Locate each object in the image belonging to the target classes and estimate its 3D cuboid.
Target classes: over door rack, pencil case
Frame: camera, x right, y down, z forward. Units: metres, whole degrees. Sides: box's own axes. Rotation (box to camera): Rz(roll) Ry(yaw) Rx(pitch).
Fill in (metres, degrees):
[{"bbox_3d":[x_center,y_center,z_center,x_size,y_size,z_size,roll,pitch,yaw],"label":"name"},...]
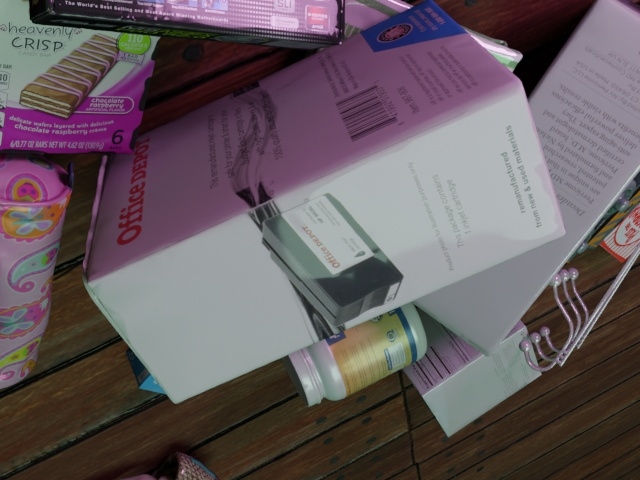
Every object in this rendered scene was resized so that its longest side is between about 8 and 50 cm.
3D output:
[{"bbox_3d":[0.440,0.053,1.268,0.324,0.108,0.239,-50,163,16],"label":"over door rack"},{"bbox_3d":[-0.341,0.028,0.870,0.124,0.124,0.284,-2,130,-33],"label":"pencil case"}]

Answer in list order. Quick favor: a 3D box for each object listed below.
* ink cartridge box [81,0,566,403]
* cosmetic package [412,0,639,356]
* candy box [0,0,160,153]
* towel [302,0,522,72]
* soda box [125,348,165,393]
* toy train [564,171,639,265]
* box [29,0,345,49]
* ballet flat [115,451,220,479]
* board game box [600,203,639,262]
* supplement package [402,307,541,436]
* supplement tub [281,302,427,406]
[{"bbox_3d":[-0.010,-0.053,0.808,0.395,0.285,0.166,-24,120,5],"label":"ink cartridge box"},{"bbox_3d":[0.308,-0.090,1.088,0.453,0.161,0.230,-58,170,27],"label":"cosmetic package"},{"bbox_3d":[-0.234,-0.193,0.753,0.159,0.071,0.233,-4,131,-32],"label":"candy box"},{"bbox_3d":[0.066,-0.116,0.970,0.248,0.038,0.325,17,114,-17],"label":"towel"},{"bbox_3d":[-0.167,0.116,1.113,0.210,0.067,0.071,-46,139,14],"label":"soda box"},{"bbox_3d":[0.448,-0.092,1.284,0.190,0.142,0.334,9,125,-51],"label":"toy train"},{"bbox_3d":[-0.103,-0.280,0.683,0.270,0.060,0.216,-2,98,-33],"label":"box"},{"bbox_3d":[-0.384,0.503,1.312,0.483,0.164,0.182,-36,119,-7],"label":"ballet flat"},{"bbox_3d":[0.573,-0.060,1.464,0.193,0.045,0.147,-48,139,16],"label":"board game box"},{"bbox_3d":[0.245,0.197,1.413,0.203,0.149,0.194,-34,140,-1],"label":"supplement package"},{"bbox_3d":[0.044,0.152,1.234,0.199,0.144,0.144,-25,140,-12],"label":"supplement tub"}]
